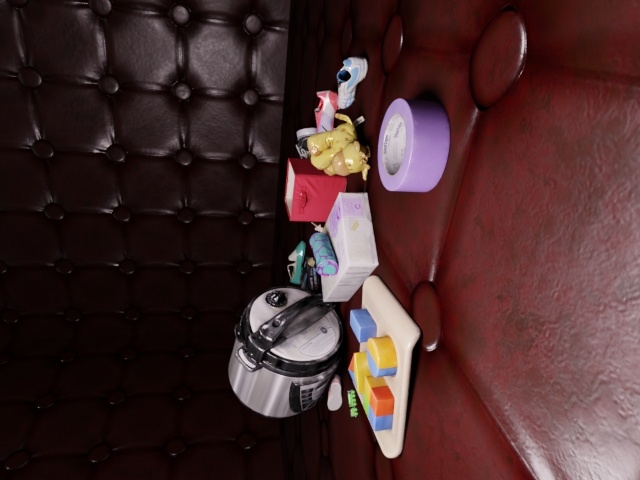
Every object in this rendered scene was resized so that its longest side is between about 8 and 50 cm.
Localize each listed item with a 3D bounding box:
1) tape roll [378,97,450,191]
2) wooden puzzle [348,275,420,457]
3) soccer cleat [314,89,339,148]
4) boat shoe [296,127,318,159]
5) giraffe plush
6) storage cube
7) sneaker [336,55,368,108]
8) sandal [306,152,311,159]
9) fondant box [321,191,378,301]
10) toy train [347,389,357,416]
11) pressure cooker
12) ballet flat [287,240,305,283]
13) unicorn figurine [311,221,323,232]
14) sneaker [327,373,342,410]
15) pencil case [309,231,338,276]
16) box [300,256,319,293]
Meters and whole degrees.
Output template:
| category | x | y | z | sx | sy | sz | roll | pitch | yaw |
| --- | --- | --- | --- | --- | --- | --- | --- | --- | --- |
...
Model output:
| category | x | y | z | sx | sy | sz | roll | pitch | yaw |
| --- | --- | --- | --- | --- | --- | --- | --- | --- | --- |
| tape roll | 0.189 | -0.197 | 0.888 | 0.189 | 0.080 | 0.189 | -179 | 90 | -78 |
| wooden puzzle | 0.137 | 0.307 | 1.085 | 0.322 | 0.080 | 0.348 | -120 | 33 | -67 |
| soccer cleat | 0.015 | -0.466 | 1.658 | 0.083 | 0.095 | 0.248 | -103 | 19 | -48 |
| boat shoe | -0.058 | -0.433 | 1.951 | 0.306 | 0.113 | 0.105 | 159 | 104 | -79 |
| giraffe plush | 0.080 | -0.260 | 1.283 | 0.210 | 0.181 | 0.171 | -44 | 45 | 22 |
| storage cube | -0.024 | -0.189 | 1.590 | 0.215 | 0.193 | 0.184 | -111 | 25 | -58 |
| sneaker | 0.084 | -0.512 | 1.375 | 0.237 | 0.086 | 0.085 | 126 | 141 | -71 |
| sandal | -0.020 | -0.336 | 1.748 | 0.088 | 0.079 | 0.240 | 56 | -174 | -16 |
| fondant box | 0.076 | 0.032 | 1.349 | 0.330 | 0.096 | 0.238 | 117 | 151 | -61 |
| toy train | 0.102 | 0.521 | 1.356 | 0.017 | 0.023 | 0.083 | 110 | 157 | -55 |
| pressure cooker | -0.123 | 0.368 | 1.485 | 0.370 | 0.375 | 0.421 | -91 | 18 | -54 |
| ballet flat | -0.134 | 0.123 | 2.302 | 0.083 | 0.087 | 0.248 | -125 | 38 | -70 |
| unicorn figurine | 0.000 | 0.000 | 1.803 | 0.111 | 0.060 | 0.162 | 154 | 100 | -75 |
| sneaker | 0.052 | 0.544 | 1.530 | 0.070 | 0.050 | 0.134 | -95 | 7 | -65 |
| pencil case | 0.007 | 0.043 | 1.290 | 0.070 | 0.064 | 0.152 | -62 | 26 | 30 |
| box | -0.054 | 0.205 | 2.018 | 0.220 | 0.051 | 0.175 | 111 | 156 | -59 |
